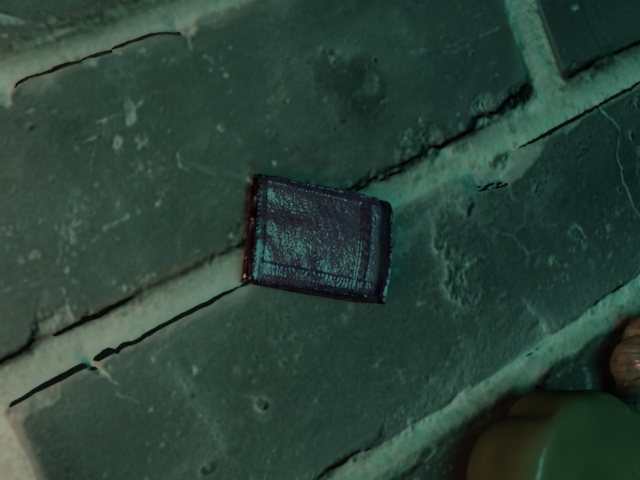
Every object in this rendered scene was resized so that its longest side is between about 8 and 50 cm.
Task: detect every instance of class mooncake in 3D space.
[{"bbox_3d":[0.268,0.291,1.367,0.275,0.135,0.275,6,81,-35],"label":"mooncake"}]

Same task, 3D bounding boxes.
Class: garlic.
[{"bbox_3d":[0.410,0.163,1.487,0.147,0.102,0.159,-31,103,-30],"label":"garlic"}]

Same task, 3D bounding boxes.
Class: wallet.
[{"bbox_3d":[0.001,0.000,1.267,0.165,0.030,0.111,10,82,-32],"label":"wallet"}]
